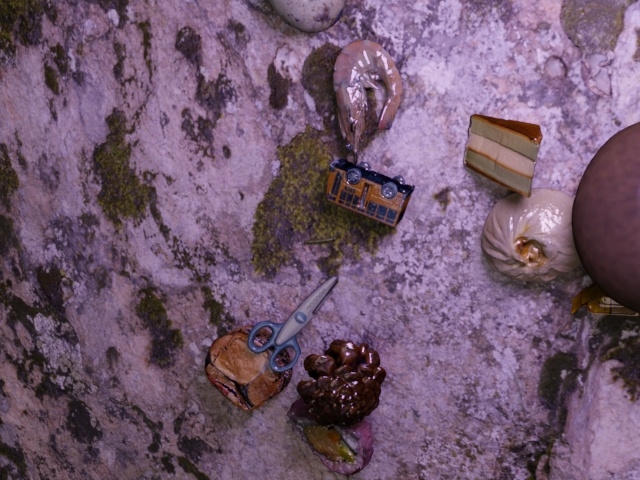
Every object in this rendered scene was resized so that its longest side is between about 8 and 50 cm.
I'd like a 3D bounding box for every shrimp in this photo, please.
[{"bbox_3d":[0.105,-0.294,1.413,0.145,0.059,0.255,-8,99,12],"label":"shrimp"}]

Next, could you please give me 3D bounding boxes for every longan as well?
[{"bbox_3d":[0.588,-0.039,1.166,0.288,0.288,0.351,0,93,24],"label":"longan"}]

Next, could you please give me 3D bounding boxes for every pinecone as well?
[{"bbox_3d":[0.050,0.334,1.578,0.202,0.201,0.229,26,120,9],"label":"pinecone"}]

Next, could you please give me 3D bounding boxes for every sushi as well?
[{"bbox_3d":[0.029,0.503,1.700,0.241,0.107,0.162,5,110,31],"label":"sushi"}]

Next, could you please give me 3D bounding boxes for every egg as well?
[{"bbox_3d":[-0.034,-0.504,1.350,0.181,0.141,0.141,37,119,6],"label":"egg"}]

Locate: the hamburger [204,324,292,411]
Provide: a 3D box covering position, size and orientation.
[{"bbox_3d":[-0.185,0.325,1.734,0.230,0.107,0.231,6,106,22],"label":"hamburger"}]

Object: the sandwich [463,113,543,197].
[{"bbox_3d":[0.344,-0.166,1.283,0.144,0.187,0.117,9,111,14],"label":"sandwich"}]

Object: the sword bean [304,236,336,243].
[{"bbox_3d":[0.000,0.000,1.588,0.083,0.012,0.012,-7,105,24],"label":"sword bean"}]

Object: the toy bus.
[{"bbox_3d":[0.103,-0.106,1.461,0.182,0.091,0.103,23,115,13],"label":"toy bus"}]

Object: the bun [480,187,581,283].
[{"bbox_3d":[0.427,-0.001,1.333,0.222,0.127,0.223,7,110,19],"label":"bun"}]

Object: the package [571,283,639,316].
[{"bbox_3d":[0.574,0.118,1.343,0.131,0.071,0.047,1,114,25],"label":"package"}]

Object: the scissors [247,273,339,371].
[{"bbox_3d":[-0.053,0.190,1.621,0.138,0.041,0.289,42,100,2],"label":"scissors"}]
